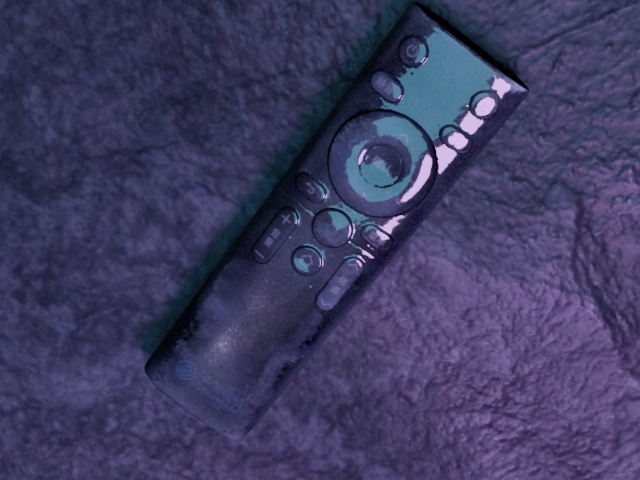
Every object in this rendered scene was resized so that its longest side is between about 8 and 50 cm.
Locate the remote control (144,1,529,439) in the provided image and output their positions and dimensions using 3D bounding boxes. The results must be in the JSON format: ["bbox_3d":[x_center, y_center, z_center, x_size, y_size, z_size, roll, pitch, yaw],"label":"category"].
[{"bbox_3d":[0.000,0.000,0.736,0.107,0.044,0.377,35,112,-8],"label":"remote control"}]
